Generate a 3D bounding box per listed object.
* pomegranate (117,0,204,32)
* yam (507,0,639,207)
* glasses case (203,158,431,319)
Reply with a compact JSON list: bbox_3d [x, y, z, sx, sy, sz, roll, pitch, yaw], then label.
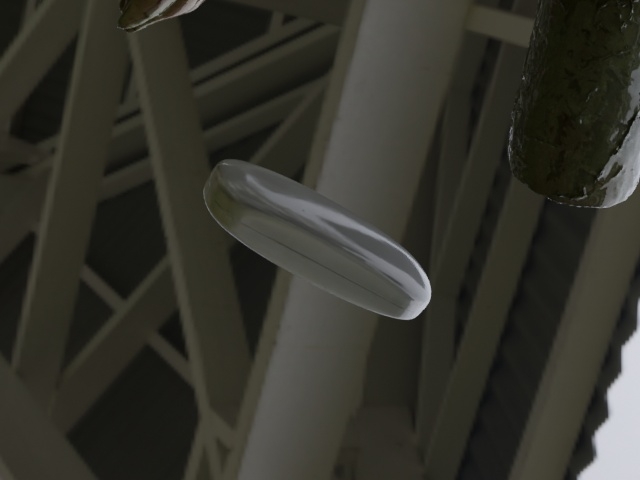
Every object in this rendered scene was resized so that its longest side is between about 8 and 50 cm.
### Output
[{"bbox_3d":[-0.110,-0.329,1.111,0.222,0.276,0.204,52,-9,22],"label":"pomegranate"},{"bbox_3d":[0.310,-0.204,1.266,0.168,0.168,0.304,36,-56,50],"label":"yam"},{"bbox_3d":[0.000,0.000,1.015,0.059,0.233,0.092,-51,-156,24],"label":"glasses case"}]
